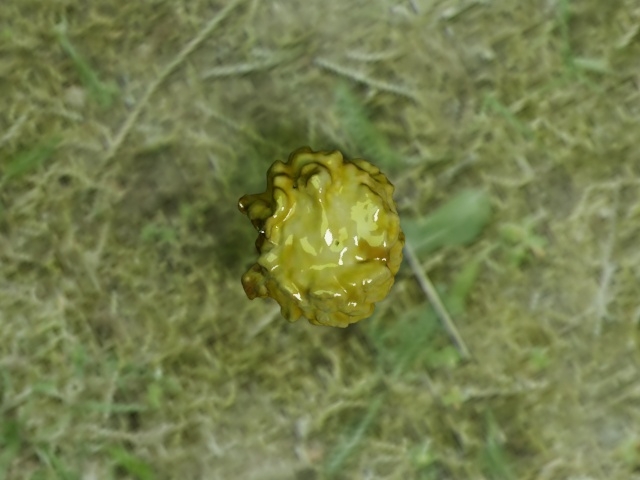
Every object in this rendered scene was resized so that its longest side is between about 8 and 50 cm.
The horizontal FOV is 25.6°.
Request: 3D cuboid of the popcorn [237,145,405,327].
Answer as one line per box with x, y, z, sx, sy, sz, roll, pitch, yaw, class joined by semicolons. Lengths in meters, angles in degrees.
0.000;0.000;0.638;0.083;0.057;0.082;-36;87;3;popcorn
